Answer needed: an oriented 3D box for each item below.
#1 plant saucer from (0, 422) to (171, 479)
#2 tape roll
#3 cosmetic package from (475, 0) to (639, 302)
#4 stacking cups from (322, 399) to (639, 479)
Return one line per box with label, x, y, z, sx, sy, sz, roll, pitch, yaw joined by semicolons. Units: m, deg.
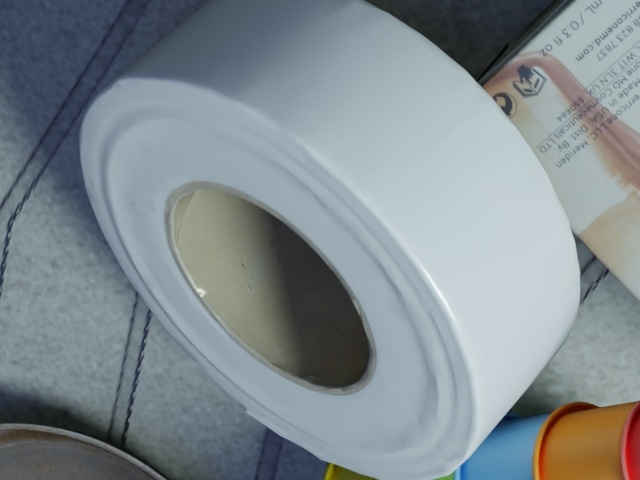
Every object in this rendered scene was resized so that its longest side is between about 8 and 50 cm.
plant saucer;-0.183;0.264;1.134;0.310;0.050;0.311;5;111;14
tape roll;0.000;0.000;0.877;0.286;0.100;0.286;31;148;23
cosmetic package;0.230;-0.024;0.850;0.296;0.153;0.129;46;117;-1
stacking cups;0.128;0.143;0.891;0.316;0.096;0.096;-16;106;53
